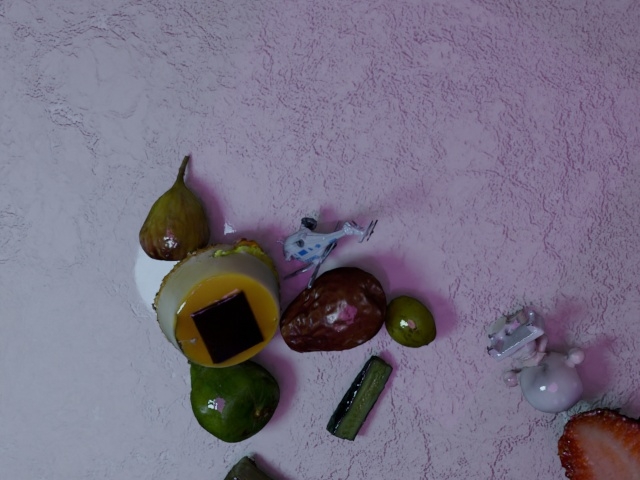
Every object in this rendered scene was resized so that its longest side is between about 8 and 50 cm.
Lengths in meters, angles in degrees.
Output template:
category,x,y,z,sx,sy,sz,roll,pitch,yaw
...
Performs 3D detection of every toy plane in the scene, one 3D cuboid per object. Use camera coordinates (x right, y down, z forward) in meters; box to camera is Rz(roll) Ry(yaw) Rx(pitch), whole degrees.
category,x,y,z,sx,sy,sz,roll,pitch,yaw
toy plane,-0.004,0.008,1.632,0.107,0.273,0.182,38,76,-17

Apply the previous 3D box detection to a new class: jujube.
category,x,y,z,sx,sy,sz,roll,pitch,yaw
jujube,0.025,0.164,1.669,0.255,0.190,0.190,-25,95,23

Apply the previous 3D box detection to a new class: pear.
category,x,y,z,sx,sy,sz,roll,pitch,yaw
pear,0.202,0.188,1.685,0.107,0.107,0.131,-36,85,11

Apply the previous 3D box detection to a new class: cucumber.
category,x,y,z,sx,sy,sz,roll,pitch,yaw
cucumber,0.089,0.366,1.754,0.078,0.062,0.211,24,96,-31

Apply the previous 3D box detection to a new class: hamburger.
category,x,y,z,sx,sy,sz,roll,pitch,yaw
hamburger,-0.224,0.143,1.674,0.294,0.179,0.276,-28,122,-8

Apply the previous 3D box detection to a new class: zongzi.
category,x,y,z,sx,sy,sz,roll,pitch,yaw
zongzi,-0.173,0.678,1.811,0.221,0.112,0.242,37,109,0

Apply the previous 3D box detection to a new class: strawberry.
category,x,y,z,sx,sy,sz,roll,pitch,yaw
strawberry,0.634,0.464,1.645,0.233,0.138,0.306,-31,103,-2

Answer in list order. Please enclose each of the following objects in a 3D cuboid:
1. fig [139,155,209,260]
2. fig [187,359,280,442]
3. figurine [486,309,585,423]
category,x,y,z,sx,sy,sz,roll,pitch,yaw
fig,-0.326,-0.075,1.713,0.159,0.159,0.257,5,78,7
fig,-0.232,0.356,1.762,0.235,0.203,0.203,24,104,44
figurine,0.494,0.282,1.643,0.182,0.144,0.256,-39,95,8
